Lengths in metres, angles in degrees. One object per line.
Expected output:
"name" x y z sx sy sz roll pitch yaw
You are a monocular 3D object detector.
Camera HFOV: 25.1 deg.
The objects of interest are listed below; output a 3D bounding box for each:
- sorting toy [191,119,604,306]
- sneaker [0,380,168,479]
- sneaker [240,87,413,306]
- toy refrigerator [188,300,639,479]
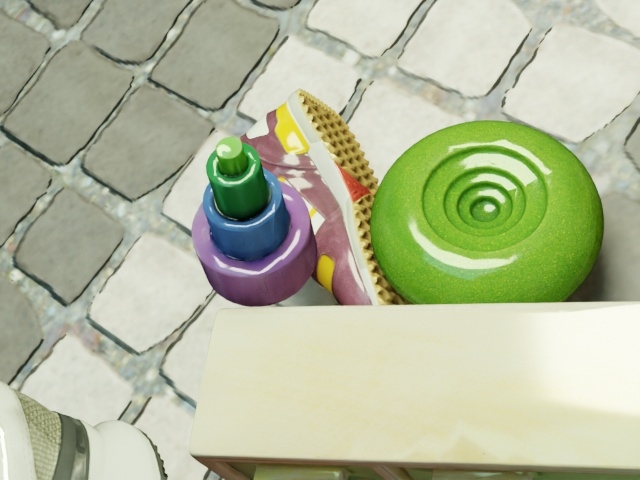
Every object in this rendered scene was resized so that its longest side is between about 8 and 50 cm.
"sorting toy" 0.108 -0.041 0.737 0.365 0.126 0.127 -6 58 4
"sneaker" -0.242 0.251 0.613 0.169 0.257 0.447 -24 46 49
"sneaker" 0.000 0.000 0.861 0.084 0.069 0.185 -38 52 22
"toy refrigerator" 0.077 0.094 0.744 0.269 0.102 0.094 -1 64 24
